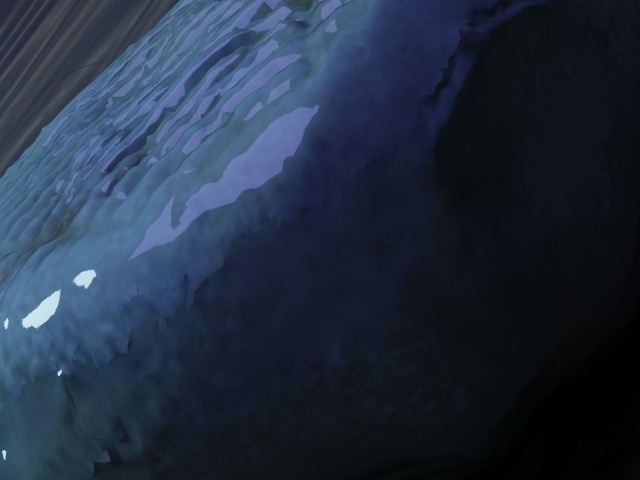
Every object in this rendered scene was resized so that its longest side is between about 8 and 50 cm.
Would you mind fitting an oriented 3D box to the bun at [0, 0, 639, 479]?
[{"bbox_3d":[0.001,0.001,0.747,0.354,0.194,0.354,-40,18,15],"label":"bun"}]
